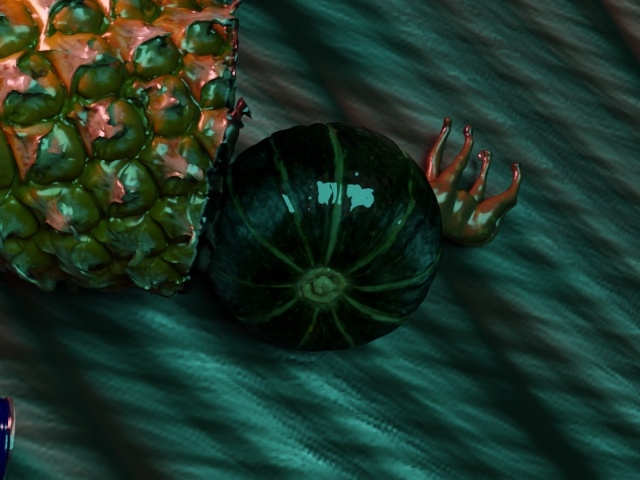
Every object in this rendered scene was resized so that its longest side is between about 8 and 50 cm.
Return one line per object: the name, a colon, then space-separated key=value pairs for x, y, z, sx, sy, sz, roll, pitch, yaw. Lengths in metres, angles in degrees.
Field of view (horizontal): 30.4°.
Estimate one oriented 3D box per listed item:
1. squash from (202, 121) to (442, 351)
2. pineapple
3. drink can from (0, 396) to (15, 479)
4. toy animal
squash: x=0.000 y=0.000 z=1.216 sx=0.252 sy=0.252 sz=0.165 roll=20 pitch=35 yaw=-19
pineapple: x=-0.233 y=-0.112 z=1.103 sx=0.300 sy=0.352 sz=0.352 roll=14 pitch=70 yaw=-10
drink can: x=-0.402 y=0.179 z=1.063 sx=0.235 sy=0.097 sz=0.097 roll=8 pitch=72 yaw=-22
toy animal: x=0.109 y=-0.051 z=1.378 sx=0.224 sy=0.066 sz=0.229 roll=36 pitch=72 yaw=-13
